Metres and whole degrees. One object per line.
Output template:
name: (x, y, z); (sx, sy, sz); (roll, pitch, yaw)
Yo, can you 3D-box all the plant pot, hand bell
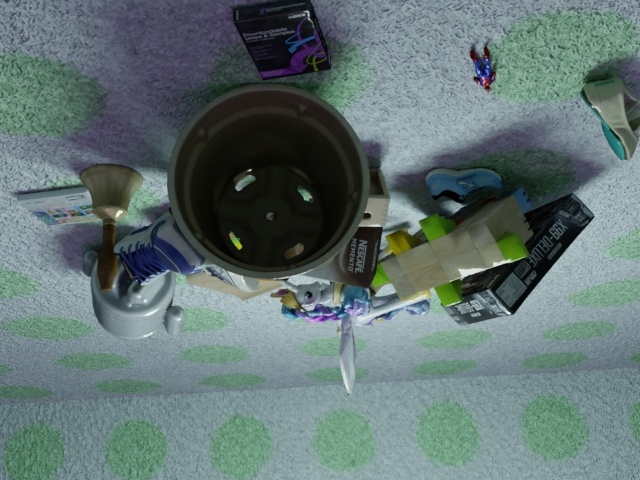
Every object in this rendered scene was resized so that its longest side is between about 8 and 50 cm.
plant pot: (-0.093, -0.071, 1.524); (0.333, 0.334, 0.305); (-1, 169, -4)
hand bell: (-0.422, -0.016, 1.666); (0.126, 0.242, 0.126); (-2, 158, -1)

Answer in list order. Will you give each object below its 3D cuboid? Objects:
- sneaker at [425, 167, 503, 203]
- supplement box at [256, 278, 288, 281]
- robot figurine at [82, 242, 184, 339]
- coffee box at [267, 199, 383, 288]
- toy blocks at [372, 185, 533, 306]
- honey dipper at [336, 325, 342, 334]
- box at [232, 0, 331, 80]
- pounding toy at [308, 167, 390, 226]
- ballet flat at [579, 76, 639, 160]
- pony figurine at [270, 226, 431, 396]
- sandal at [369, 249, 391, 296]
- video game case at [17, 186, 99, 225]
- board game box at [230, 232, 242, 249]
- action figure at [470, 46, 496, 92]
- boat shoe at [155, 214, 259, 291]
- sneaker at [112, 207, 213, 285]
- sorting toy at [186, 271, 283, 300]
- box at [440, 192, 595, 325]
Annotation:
sneaker: (0.301, -0.107, 1.752); (0.162, 0.073, 0.063); (-2, 158, -2)
supplement box: (-0.101, 0.018, 1.972); (0.080, 0.104, 0.188); (2, 158, -12)
robot figurine: (-0.463, 0.127, 2.073); (0.300, 0.200, 0.353); (37, 155, 5)
coffee box: (0.000, 0.000, 1.775); (0.246, 0.141, 0.098); (10, -161, 12)
toy blocks: (0.318, -0.008, 1.818); (0.381, 0.191, 0.261); (-24, -172, 44)
honey dipper: (0.047, 0.183, 2.324); (0.030, 0.161, 0.030); (-2, 157, -1)
box: (-0.056, -0.305, 1.278); (0.116, 0.029, 0.162); (-7, 156, 11)
pounding toy: (0.056, -0.084, 1.708); (0.141, 0.130, 0.100); (1, 127, -9)
ballet flat: (0.541, -0.220, 1.507); (0.086, 0.086, 0.248); (-15, 154, 27)
pony figurine: (0.089, 0.162, 2.083); (0.363, 0.303, 0.351); (-21, 132, 3)
sandal: (0.170, 0.083, 2.226); (0.079, 0.088, 0.240); (-31, 167, -47)
video game case: (-0.547, -0.072, 1.810); (0.157, 0.019, 0.143); (-7, 158, 8)
board game box: (-0.187, -0.021, 1.880); (0.043, 0.092, 0.181); (-9, 157, 14)
action figure: (0.270, -0.278, 1.390); (0.038, 0.030, 0.115); (-14, 158, 14)
boat shoe: (-0.265, 0.026, 1.978); (0.158, 0.127, 0.340); (-3, 151, 17)
sneaker: (-0.298, 0.025, 1.588); (0.182, 0.127, 0.315); (-36, -166, 3)
sorting toy: (-0.227, 0.100, 2.263); (0.193, 0.038, 0.208); (-22, 147, 39)
box: (0.426, 0.046, 1.840); (0.076, 0.307, 0.242); (46, 160, -3)
